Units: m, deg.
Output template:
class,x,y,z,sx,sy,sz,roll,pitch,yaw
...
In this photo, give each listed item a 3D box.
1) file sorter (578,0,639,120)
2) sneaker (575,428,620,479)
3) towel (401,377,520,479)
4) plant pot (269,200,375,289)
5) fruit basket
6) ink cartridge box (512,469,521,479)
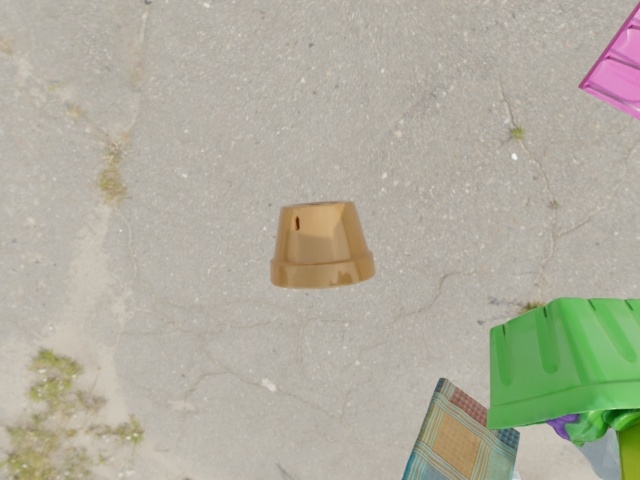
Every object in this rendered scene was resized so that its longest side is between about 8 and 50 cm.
class,x,y,z,sx,sy,sz,roll,pitch,yaw
file sorter,0.742,-0.384,0.910,0.202,0.182,0.291,21,119,-13
sneaker,0.671,0.447,1.108,0.094,0.151,0.256,-18,113,35
towel,0.352,0.559,1.109,0.271,0.370,0.040,36,139,2
plant pot,0.000,0.000,1.217,0.290,0.291,0.204,-3,98,8
fruit basket,0.477,0.277,0.674,0.391,0.392,0.283,23,147,-9
ink cartridge box,0.599,0.909,1.681,0.206,0.045,0.208,16,128,-17
